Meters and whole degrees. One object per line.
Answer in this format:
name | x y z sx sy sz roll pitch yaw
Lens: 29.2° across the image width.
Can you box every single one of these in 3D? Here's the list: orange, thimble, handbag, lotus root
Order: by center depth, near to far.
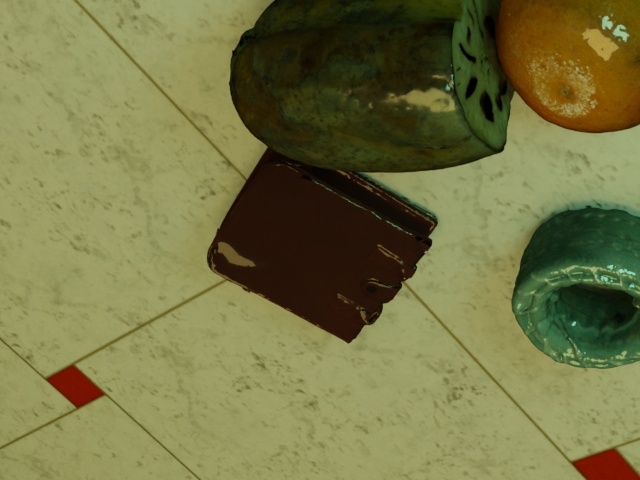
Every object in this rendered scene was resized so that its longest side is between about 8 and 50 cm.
orange | 0.312 -0.231 1.421 0.224 0.170 0.224 27 150 17
lotus root | 0.052 -0.199 1.509 0.346 0.250 0.250 4 130 25
thimble | 0.383 0.067 1.662 0.235 0.143 0.198 16 133 7
handbag | -0.001 0.001 1.793 0.275 0.084 0.260 31 129 -8
